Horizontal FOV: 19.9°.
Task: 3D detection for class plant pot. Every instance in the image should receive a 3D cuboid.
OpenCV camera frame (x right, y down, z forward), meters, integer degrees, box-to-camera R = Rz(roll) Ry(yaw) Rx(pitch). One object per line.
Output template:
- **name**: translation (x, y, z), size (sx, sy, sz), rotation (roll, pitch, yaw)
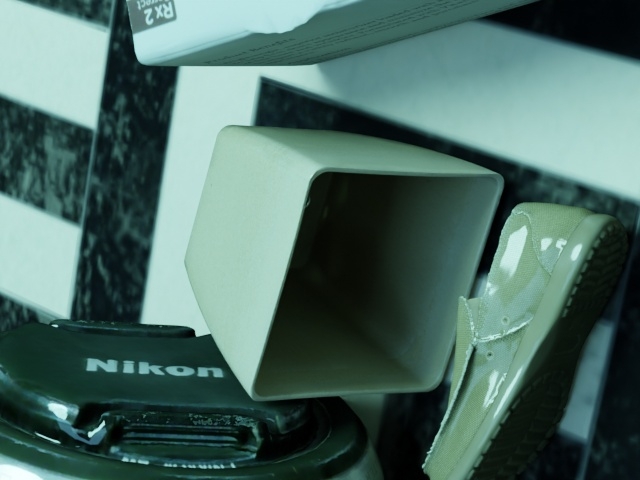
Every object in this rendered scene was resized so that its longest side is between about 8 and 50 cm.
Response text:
- **plant pot**: translation (0.000, 0.000, 0.823), size (0.096, 0.109, 0.109), rotation (37, 118, 47)

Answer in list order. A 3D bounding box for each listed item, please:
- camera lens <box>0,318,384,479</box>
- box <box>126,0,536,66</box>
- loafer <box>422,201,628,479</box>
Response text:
- **camera lens**: translation (-0.096, 0.186, 0.842), size (0.219, 0.219, 0.274), rotation (21, 108, 37)
- **box**: translation (0.008, -0.178, 0.780), size (0.181, 0.119, 0.181), rotation (-11, 87, 40)
- **loafer**: translation (0.082, 0.047, 0.787), size (0.050, 0.056, 0.148), rotation (36, 106, 33)
